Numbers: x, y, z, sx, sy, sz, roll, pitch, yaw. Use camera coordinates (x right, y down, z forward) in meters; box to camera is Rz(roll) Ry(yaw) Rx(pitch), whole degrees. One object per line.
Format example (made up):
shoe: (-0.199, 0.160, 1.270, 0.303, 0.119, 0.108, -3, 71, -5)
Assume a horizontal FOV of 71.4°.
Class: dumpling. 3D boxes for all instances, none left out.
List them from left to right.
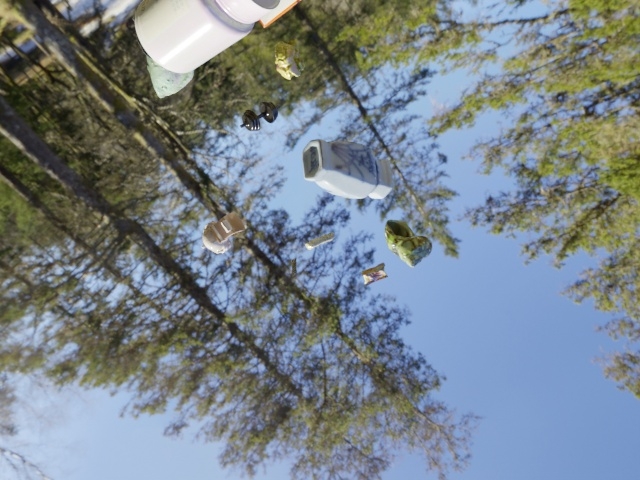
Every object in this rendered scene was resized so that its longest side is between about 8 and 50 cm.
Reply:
dumpling: (-0.499, -0.568, 1.452, 0.149, 0.216, 0.105, 31, -143, 31)

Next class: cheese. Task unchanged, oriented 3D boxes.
cheese: (0.000, 0.000, 2.299, 0.194, 0.043, 0.065, -22, 165, -46)

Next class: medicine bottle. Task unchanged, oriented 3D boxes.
medicine bottle: (-0.301, -0.606, 1.165, 0.379, 0.213, 0.213, -11, -141, 38)

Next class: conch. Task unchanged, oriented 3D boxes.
conch: (0.322, 0.016, 1.669, 0.181, 0.187, 0.124, -109, -141, -67)

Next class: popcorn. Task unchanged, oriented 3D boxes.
popcorn: (-0.095, -0.538, 1.321, 0.089, 0.097, 0.109, -7, -103, 7)

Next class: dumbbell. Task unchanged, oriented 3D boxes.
dumbbell: (-0.254, -0.524, 1.876, 0.208, 0.099, 0.099, -37, -155, -26)

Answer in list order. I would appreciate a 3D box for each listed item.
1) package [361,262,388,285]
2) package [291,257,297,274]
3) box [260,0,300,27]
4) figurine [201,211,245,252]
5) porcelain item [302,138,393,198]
package: (0.232, 0.146, 1.909, 0.108, 0.120, 0.031, -22, -124, 3)
package: (-0.142, 0.138, 2.391, 0.037, 0.015, 0.110, -31, -144, 21)
box: (-0.163, -1.087, 1.703, 0.318, 0.348, 0.257, -17, -148, 39)
figurine: (-0.482, -0.032, 2.148, 0.237, 0.162, 0.141, -39, 179, 30)
porcelain item: (0.122, -0.301, 1.890, 0.178, 0.405, 0.242, -22, -113, 46)
